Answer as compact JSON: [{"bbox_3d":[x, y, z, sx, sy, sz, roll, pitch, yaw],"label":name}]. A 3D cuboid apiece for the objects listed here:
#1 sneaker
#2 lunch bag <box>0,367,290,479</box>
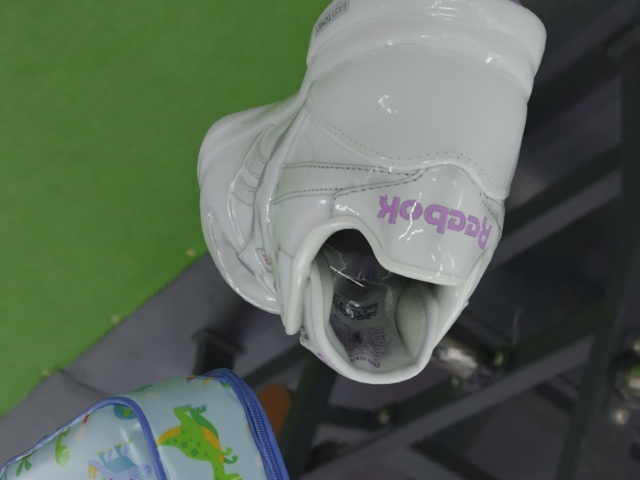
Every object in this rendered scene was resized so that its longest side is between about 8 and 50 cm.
[{"bbox_3d":[0.000,0.000,0.604,0.114,0.152,0.305,13,159,-11],"label":"sneaker"},{"bbox_3d":[-0.093,0.178,0.729,0.090,0.176,0.219,-11,165,-38],"label":"lunch bag"}]
